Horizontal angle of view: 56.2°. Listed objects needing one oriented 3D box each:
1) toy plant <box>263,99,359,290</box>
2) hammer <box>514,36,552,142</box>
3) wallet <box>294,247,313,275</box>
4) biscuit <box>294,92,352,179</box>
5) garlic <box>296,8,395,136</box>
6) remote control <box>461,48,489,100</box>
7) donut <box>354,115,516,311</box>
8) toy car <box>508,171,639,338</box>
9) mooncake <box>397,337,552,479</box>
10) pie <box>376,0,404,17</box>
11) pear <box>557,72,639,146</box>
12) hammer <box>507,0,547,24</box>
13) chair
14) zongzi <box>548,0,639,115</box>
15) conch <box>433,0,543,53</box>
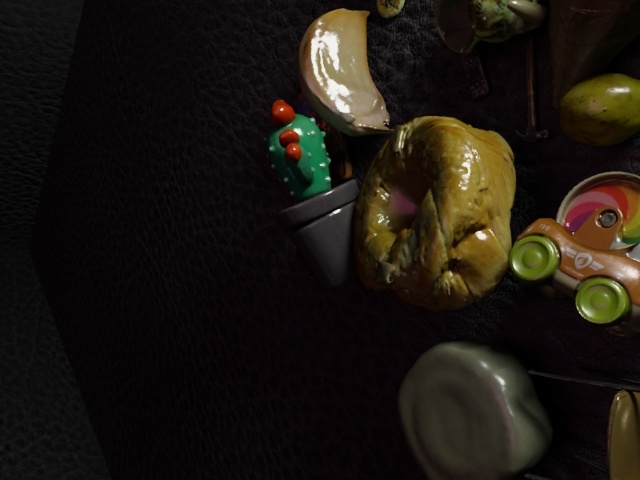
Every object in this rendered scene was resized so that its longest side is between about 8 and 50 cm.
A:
[{"bbox_3d":[-0.012,-0.107,1.259,0.185,0.279,0.400,-24,94,36],"label":"toy plant"},{"bbox_3d":[0.358,-0.256,1.021,0.062,0.017,0.182,-7,82,49],"label":"hammer"},{"bbox_3d":[0.000,0.000,1.425,0.176,0.026,0.095,-54,46,31],"label":"wallet"},{"bbox_3d":[0.000,-0.248,1.424,0.183,0.043,0.280,-51,50,39],"label":"biscuit"},{"bbox_3d":[0.050,-0.339,1.288,0.196,0.151,0.338,-22,69,20],"label":"garlic"},{"bbox_3d":[0.287,-0.307,1.104,0.039,0.014,0.096,-22,74,47],"label":"remote control"},{"bbox_3d":[0.194,-0.043,1.054,0.360,0.170,0.360,-42,40,50],"label":"donut"},{"bbox_3d":[0.417,0.009,0.873,0.235,0.145,0.235,-15,66,36],"label":"toy car"},{"bbox_3d":[0.260,0.299,1.021,0.275,0.135,0.275,4,94,56],"label":"mooncake"},{"bbox_3d":[0.149,-0.511,1.261,0.084,0.021,0.084,0,90,50],"label":"pie"},{"bbox_3d":[0.416,-0.192,0.882,0.131,0.107,0.107,1,91,37],"label":"pear"},{"bbox_3d":[0.338,-0.431,0.939,0.028,0.060,0.195,136,153,-73],"label":"hammer"},{"bbox_3d":[0.435,0.273,0.825,0.247,0.172,0.158,2,90,56],"label":"chair"},{"bbox_3d":[0.405,-0.445,0.893,0.393,0.174,0.356,108,159,-58],"label":"zongzi"},{"bbox_3d":[0.286,-0.397,1.018,0.187,0.124,0.181,94,163,-52],"label":"conch"}]
